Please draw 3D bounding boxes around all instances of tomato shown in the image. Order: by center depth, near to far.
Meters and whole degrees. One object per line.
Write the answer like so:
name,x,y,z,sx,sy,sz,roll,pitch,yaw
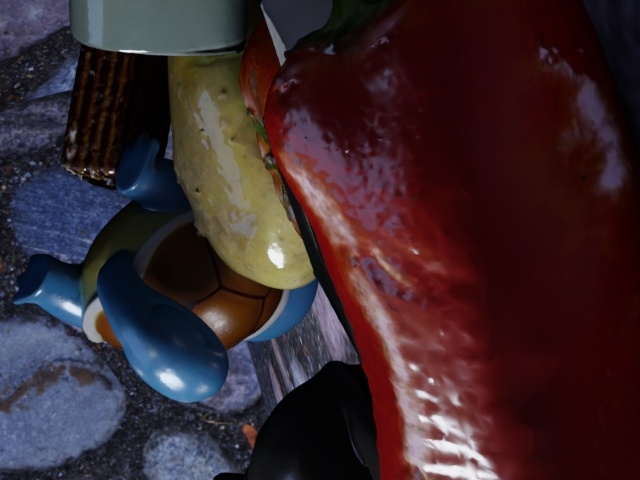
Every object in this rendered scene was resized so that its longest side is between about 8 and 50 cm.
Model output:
tomato,-0.002,-0.074,1.056,0.225,0.085,0.225,162,90,-81

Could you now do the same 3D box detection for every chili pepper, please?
chili pepper,0.050,-0.038,0.523,0.131,0.134,0.338,24,134,62

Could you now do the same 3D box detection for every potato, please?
potato,-0.066,-0.099,1.251,0.191,0.141,0.296,156,101,-82

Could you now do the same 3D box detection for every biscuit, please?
biscuit,-0.187,-0.244,1.457,0.107,0.073,0.388,31,-112,-70

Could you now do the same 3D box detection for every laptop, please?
laptop,0.000,0.000,0.848,0.180,0.016,0.129,-118,9,-70

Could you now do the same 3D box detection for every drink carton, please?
drink carton,-0.131,-0.249,1.081,0.191,0.185,0.189,-125,38,-63

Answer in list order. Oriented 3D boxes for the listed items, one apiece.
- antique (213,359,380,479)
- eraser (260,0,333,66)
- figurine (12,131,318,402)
antique,0.047,0.206,0.902,0.322,0.185,0.255,91,155,-63
eraser,0.027,-0.043,0.857,0.124,0.068,0.210,-111,2,-59
figurine,-0.138,0.021,1.410,0.243,0.298,0.416,37,-165,6
